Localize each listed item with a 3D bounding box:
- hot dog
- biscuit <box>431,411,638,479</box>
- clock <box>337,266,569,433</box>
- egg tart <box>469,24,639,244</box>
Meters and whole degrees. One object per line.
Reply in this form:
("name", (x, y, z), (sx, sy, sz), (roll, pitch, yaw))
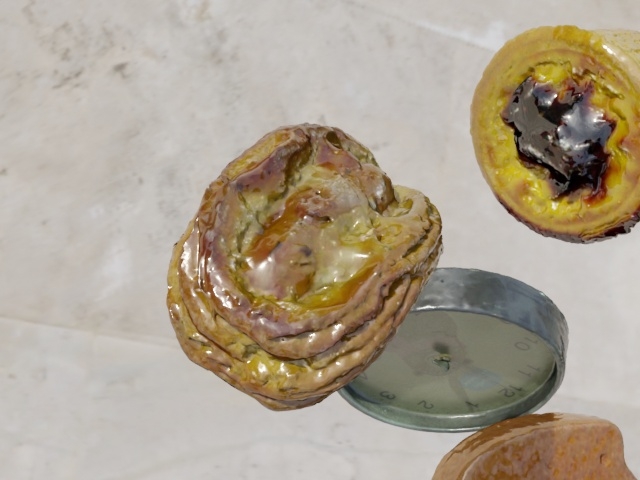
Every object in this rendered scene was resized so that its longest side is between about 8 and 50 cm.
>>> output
("hot dog", (0.000, -0.001, 1.005), (0.175, 0.114, 0.259), (31, 47, 7))
("biscuit", (0.210, 0.390, 1.333), (0.350, 0.078, 0.455), (27, 75, -33))
("clock", (0.145, 0.133, 1.520), (0.281, 0.281, 0.055), (29, 46, -27))
("egg tart", (0.263, -0.115, 1.274), (0.171, 0.215, 0.215), (-28, 101, -44))
